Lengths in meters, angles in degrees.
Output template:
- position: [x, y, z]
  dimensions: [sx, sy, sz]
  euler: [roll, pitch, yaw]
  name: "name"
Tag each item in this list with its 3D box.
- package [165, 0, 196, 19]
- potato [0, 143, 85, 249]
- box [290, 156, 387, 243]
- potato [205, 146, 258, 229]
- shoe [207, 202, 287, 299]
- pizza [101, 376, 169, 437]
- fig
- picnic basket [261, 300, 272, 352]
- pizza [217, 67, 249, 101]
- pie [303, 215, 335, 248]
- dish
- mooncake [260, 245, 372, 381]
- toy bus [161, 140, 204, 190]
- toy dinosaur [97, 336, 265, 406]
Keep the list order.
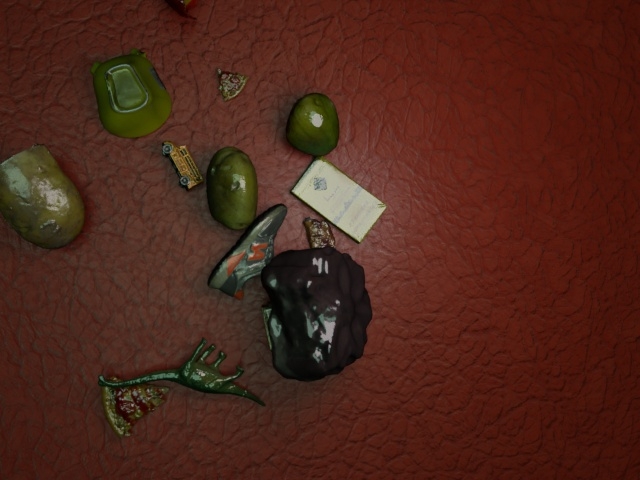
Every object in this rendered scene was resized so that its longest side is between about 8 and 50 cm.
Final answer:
- position: [-0.407, -0.878, 1.800]
  dimensions: [0.123, 0.196, 0.423]
  euler: [7, 89, -4]
  name: "package"
- position: [-0.793, -0.103, 1.731]
  dimensions: [0.229, 0.229, 0.266]
  euler: [-38, 99, -7]
  name: "potato"
- position: [0.059, -0.131, 1.928]
  dimensions: [0.279, 0.041, 0.153]
  euler: [37, 85, -5]
  name: "box"
- position: [-0.266, -0.155, 1.810]
  dimensions: [0.149, 0.197, 0.228]
  euler: [0, 119, -20]
  name: "potato"
- position: [-0.182, 0.049, 1.852]
  dimensions: [0.171, 0.132, 0.336]
  euler: [41, 86, -10]
  name: "shoe"
- position: [-0.551, 0.482, 1.819]
  dimensions: [0.199, 0.062, 0.188]
  euler: [-19, 93, -10]
  name: "pizza"
- position: [-0.020, -0.349, 1.854]
  dimensions: [0.181, 0.181, 0.191]
  euler: [-41, 112, -7]
  name: "fig"
- position: [-0.124, 0.265, 1.856]
  dimensions: [0.080, 0.115, 0.164]
  euler: [-12, 91, -10]
  name: "picnic basket"
- position: [-0.282, -0.480, 1.893]
  dimensions: [0.100, 0.029, 0.099]
  euler: [13, 88, -7]
  name: "pizza"
- position: [0.000, 0.000, 1.921]
  dimensions: [0.092, 0.034, 0.169]
  euler: [-16, 90, -4]
  name: "pie"
- position: [-0.574, -0.447, 1.811]
  dimensions: [0.221, 0.108, 0.262]
  euler: [-20, 92, -9]
  name: "dish"
- position: [0.002, 0.199, 1.768]
  dimensions: [0.212, 0.351, 0.380]
  euler: [-10, 107, 33]
  name: "mooncake"
- position: [-0.421, -0.234, 1.847]
  dimensions: [0.074, 0.069, 0.162]
  euler: [-29, 96, -16]
  name: "toy bus"
- position: [-0.398, 0.446, 1.817]
  dimensions: [0.447, 0.087, 0.300]
  euler: [43, 77, -9]
  name: "toy dinosaur"
